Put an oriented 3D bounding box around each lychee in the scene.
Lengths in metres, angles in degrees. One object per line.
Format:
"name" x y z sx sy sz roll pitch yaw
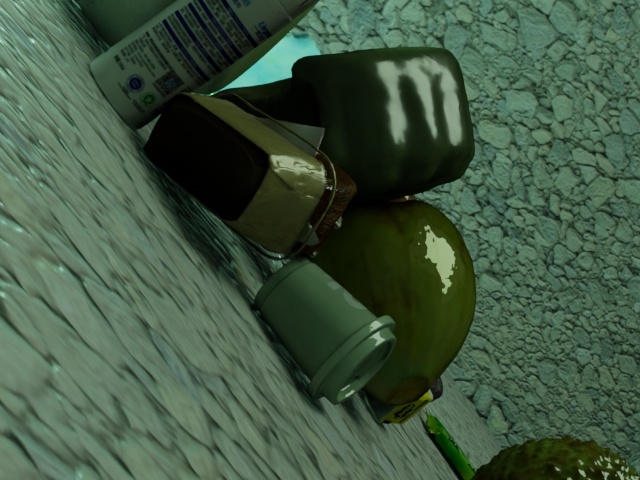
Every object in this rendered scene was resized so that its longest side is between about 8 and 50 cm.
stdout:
"lychee" 0.299 0.375 1.427 0.270 0.270 0.320 57 -29 9

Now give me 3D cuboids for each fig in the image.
"fig" 0.084 0.083 1.451 0.239 0.239 0.271 49 33 -56

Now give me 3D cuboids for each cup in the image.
"cup" 0.001 0.093 1.227 0.141 0.120 0.120 44 0 20

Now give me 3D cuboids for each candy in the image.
"candy" 0.248 0.396 2.108 0.178 0.032 0.102 54 1 -12

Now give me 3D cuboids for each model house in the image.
"model house" -0.104 -0.184 1.823 0.261 0.226 0.241 -115 -153 -46

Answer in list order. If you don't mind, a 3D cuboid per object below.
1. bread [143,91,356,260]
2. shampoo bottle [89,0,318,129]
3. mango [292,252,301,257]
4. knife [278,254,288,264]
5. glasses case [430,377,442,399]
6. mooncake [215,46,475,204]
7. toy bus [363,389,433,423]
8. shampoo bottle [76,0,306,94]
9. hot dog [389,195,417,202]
"bread" -0.063 -0.076 1.233 0.224 0.142 0.212 38 14 33
"shampoo bottle" -0.101 -0.241 1.227 0.092 0.303 0.092 54 4 -6
"mango" -0.001 0.000 1.865 0.119 0.100 0.178 61 -8 11
"knife" 0.014 0.117 1.700 0.244 0.032 0.058 52 9 1
"glasses case" 0.167 0.235 2.102 0.123 0.076 0.316 57 5 16
"mooncake" 0.030 -0.137 1.512 0.351 0.351 0.187 13 64 -83
"toy bus" 0.079 0.148 1.617 0.074 0.081 0.226 17 37 -42
"shampoo bottle" -0.160 -0.366 1.409 0.317 0.322 0.322 44 6 -5
"hot dog" 0.115 -0.032 1.772 0.123 0.093 0.261 160 -89 -74
